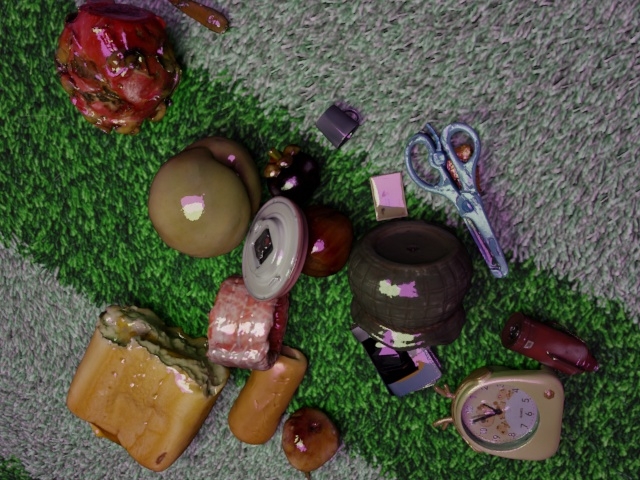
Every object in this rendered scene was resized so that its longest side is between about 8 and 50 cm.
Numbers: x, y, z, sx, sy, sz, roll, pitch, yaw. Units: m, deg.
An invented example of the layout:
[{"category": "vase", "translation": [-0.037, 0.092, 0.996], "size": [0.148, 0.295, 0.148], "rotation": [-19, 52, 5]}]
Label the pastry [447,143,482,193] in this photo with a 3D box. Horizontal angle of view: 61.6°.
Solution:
[{"category": "pastry", "translation": [0.331, -0.149, 1.248], "size": [0.080, 0.056, 0.140], "rotation": [-15, 103, 25]}]

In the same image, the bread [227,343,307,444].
[{"category": "bread", "translation": [-0.149, 0.421, 1.460], "size": [0.142, 0.091, 0.305], "rotation": [25, 107, -2]}]

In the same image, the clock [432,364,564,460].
[{"category": "clock", "translation": [0.437, 0.419, 1.344], "size": [0.308, 0.096, 0.235], "rotation": [2, 107, 9]}]

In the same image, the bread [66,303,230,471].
[{"category": "bread", "translation": [-0.458, 0.391, 1.432], "size": [0.361, 0.250, 0.394], "rotation": [31, 111, 4]}]

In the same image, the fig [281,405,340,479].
[{"category": "fig", "translation": [-0.030, 0.575, 1.462], "size": [0.159, 0.159, 0.257], "rotation": [8, 124, 8]}]

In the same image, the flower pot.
[{"category": "flower pot", "translation": [0.202, 0.085, 1.225], "size": [0.302, 0.302, 0.213], "rotation": [3, 120, 10]}]

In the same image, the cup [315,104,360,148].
[{"category": "cup", "translation": [0.046, -0.277, 1.267], "size": [0.077, 0.078, 0.100], "rotation": [44, 73, 2]}]

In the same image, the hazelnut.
[{"category": "hazelnut", "translation": [0.000, 0.000, 1.276], "size": [0.178, 0.204, 0.178], "rotation": [1, 86, -15]}]

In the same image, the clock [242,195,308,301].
[{"category": "clock", "translation": [-0.112, 0.019, 1.216], "size": [0.056, 0.244, 0.244], "rotation": [15, 110, -33]}]

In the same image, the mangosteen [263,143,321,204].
[{"category": "mangosteen", "translation": [-0.073, -0.161, 1.274], "size": [0.137, 0.137, 0.151], "rotation": [-28, 120, 15]}]

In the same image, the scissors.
[{"category": "scissors", "translation": [0.325, -0.089, 1.218], "size": [0.180, 0.032, 0.393], "rotation": [-25, 91, 34]}]

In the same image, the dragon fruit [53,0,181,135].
[{"category": "dragon fruit", "translation": [-0.457, -0.382, 1.238], "size": [0.269, 0.250, 0.291], "rotation": [20, 122, 13]}]

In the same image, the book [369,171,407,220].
[{"category": "book", "translation": [0.167, -0.107, 1.309], "size": [0.077, 0.014, 0.111], "rotation": [-8, 102, 13]}]

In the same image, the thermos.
[{"category": "thermos", "translation": [0.557, 0.259, 1.274], "size": [0.232, 0.124, 0.099], "rotation": [25, 110, -4]}]

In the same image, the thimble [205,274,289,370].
[{"category": "thimble", "translation": [-0.179, 0.205, 1.338], "size": [0.162, 0.239, 0.239], "rotation": [9, 105, 8]}]

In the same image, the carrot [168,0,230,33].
[{"category": "carrot", "translation": [-0.324, -0.565, 1.278], "size": [0.254, 0.049, 0.049], "rotation": [32, 107, 6]}]

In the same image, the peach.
[{"category": "peach", "translation": [-0.272, -0.098, 1.255], "size": [0.247, 0.292, 0.292], "rotation": [32, 109, -24]}]

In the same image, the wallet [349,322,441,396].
[{"category": "wallet", "translation": [0.194, 0.281, 1.373], "size": [0.170, 0.069, 0.231], "rotation": [-28, 97, 20]}]
